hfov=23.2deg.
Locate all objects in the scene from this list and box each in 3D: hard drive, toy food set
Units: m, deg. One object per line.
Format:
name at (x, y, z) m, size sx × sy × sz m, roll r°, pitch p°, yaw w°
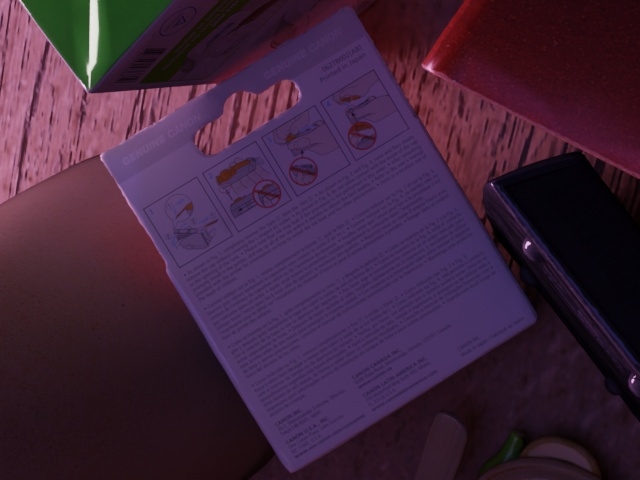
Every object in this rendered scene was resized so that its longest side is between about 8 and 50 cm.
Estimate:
hard drive at (0.156, 0.032, 0.838) m, size 0.054 × 0.254 × 0.172 m, roll -37°, pitch 81°, yaw 2°
toy food set at (0.149, 0.186, 0.988) m, size 0.192 × 0.038 × 0.132 m, roll 25°, pitch 117°, yaw 14°

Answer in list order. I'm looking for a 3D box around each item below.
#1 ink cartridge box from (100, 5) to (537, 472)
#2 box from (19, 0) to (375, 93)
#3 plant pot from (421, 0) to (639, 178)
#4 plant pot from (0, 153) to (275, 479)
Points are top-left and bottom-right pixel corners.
ink cartridge box at (0.000, 0.000, 0.951) m, size 0.181 × 0.056 × 0.225 m, roll -31°, pitch 91°, yaw -1°
box at (-0.018, -0.211, 0.875) m, size 0.262 × 0.231 × 0.127 m, roll -43°, pitch 78°, yaw 27°
plant pot at (0.249, -0.116, 0.761) m, size 0.267 × 0.267 × 0.236 m, roll 30°, pitch 99°, yaw 18°
plant pot at (-0.183, 0.086, 0.993) m, size 0.256 × 0.274 × 0.256 m, roll 5°, pitch 102°, yaw 26°
